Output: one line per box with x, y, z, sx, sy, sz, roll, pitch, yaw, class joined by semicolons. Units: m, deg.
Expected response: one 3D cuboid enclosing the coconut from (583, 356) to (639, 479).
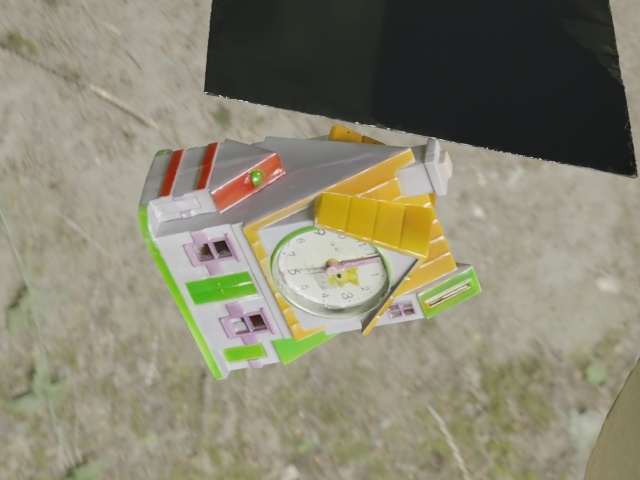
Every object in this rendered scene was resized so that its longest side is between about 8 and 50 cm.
0.189;0.113;0.498;0.239;0.244;0.239;0;108;0;coconut

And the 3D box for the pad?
0.086;-0.175;1.578;0.368;0.247;0.007;10;139;-10;pad

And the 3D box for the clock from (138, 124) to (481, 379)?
0.000;0.000;1.903;0.310;0.166;0.235;-12;127;17;clock
